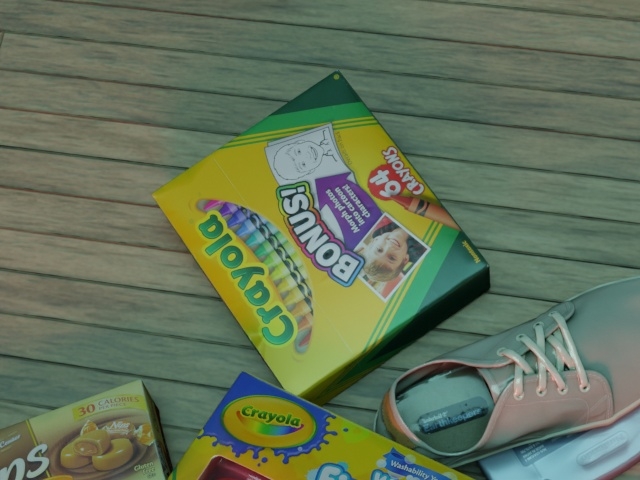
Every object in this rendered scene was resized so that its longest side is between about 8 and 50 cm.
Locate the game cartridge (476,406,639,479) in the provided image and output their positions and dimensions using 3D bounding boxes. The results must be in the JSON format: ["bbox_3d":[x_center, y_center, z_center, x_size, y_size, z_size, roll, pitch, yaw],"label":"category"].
[{"bbox_3d":[0.331,0.220,1.960,0.294,0.060,0.196,-29,65,-3],"label":"game cartridge"}]

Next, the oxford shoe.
[{"bbox_3d":[0.276,0.166,1.894,0.449,0.130,0.169,-22,67,-2],"label":"oxford shoe"}]

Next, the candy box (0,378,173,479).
[{"bbox_3d":[-0.352,0.322,1.972,0.316,0.087,0.183,-20,49,1],"label":"candy box"}]

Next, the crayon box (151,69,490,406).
[{"bbox_3d":[0.000,0.000,2.060,0.313,0.106,0.363,-34,69,-6],"label":"crayon box"}]

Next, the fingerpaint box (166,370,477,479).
[{"bbox_3d":[0.003,0.415,1.809,0.445,0.163,0.371,24,60,21],"label":"fingerpaint box"}]
